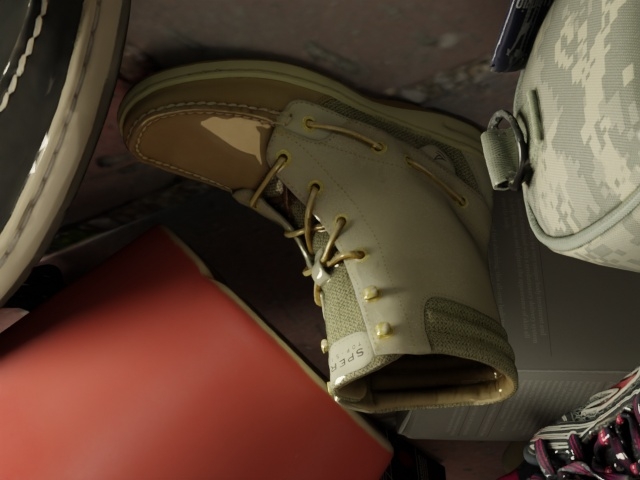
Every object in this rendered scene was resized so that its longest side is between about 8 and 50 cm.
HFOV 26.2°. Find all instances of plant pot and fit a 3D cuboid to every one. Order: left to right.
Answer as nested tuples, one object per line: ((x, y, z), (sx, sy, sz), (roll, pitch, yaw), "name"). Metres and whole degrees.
((-0.108, 0.141, 0.797), (0.243, 0.275, 0.275), (-46, 139, -4), "plant pot")

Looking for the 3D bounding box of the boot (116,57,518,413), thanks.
((0.000, 0.000, 0.701), (0.213, 0.165, 0.077), (11, 144, -20), "boot")

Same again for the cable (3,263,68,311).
((-0.221, 0.060, 0.908), (0.150, 0.047, 0.184), (-3, 149, 13), "cable")

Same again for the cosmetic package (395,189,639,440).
((0.168, 0.047, 0.815), (0.238, 0.127, 0.107), (5, 147, -6), "cosmetic package")

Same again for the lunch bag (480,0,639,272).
((0.246, -0.069, 0.562), (0.305, 0.213, 0.256), (9, 148, -10), "lunch bag")

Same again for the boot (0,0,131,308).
((-0.288, -0.049, 0.651), (0.284, 0.138, 0.377), (26, 134, -28), "boot")

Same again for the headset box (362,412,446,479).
((-0.065, 0.198, 1.051), (0.218, 0.110, 0.293), (-22, 141, 28), "headset box")

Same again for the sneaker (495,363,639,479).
((0.163, 0.123, 0.704), (0.112, 0.121, 0.299), (5, 150, -3), "sneaker")

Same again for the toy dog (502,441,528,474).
((0.271, 0.270, 0.984), (0.395, 0.285, 0.408), (9, -161, 38), "toy dog")
